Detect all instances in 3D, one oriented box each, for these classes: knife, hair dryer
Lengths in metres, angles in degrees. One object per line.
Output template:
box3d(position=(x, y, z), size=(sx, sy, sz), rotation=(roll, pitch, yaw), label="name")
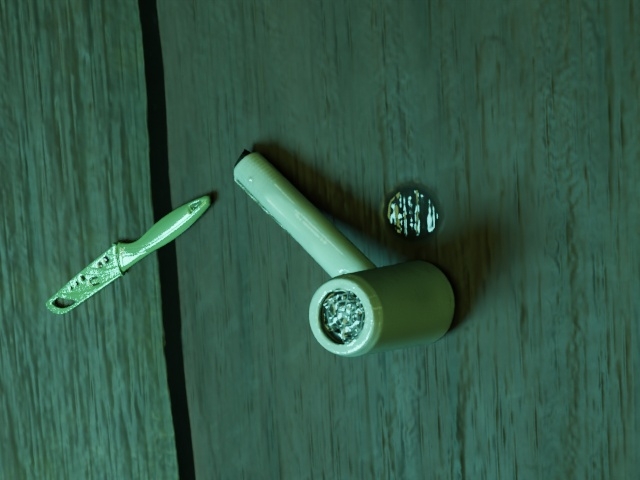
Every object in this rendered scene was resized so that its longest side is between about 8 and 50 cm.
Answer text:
box3d(position=(-0.177, 0.012, 1.741), size=(0.207, 0.014, 0.030), rotation=(-35, 88, 25), label="knife")
box3d(position=(0.000, 0.000, 1.618), size=(0.236, 0.131, 0.073), rotation=(48, 117, 22), label="hair dryer")
